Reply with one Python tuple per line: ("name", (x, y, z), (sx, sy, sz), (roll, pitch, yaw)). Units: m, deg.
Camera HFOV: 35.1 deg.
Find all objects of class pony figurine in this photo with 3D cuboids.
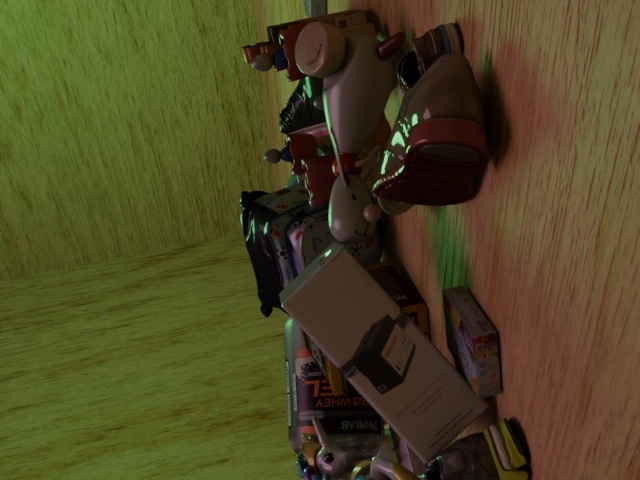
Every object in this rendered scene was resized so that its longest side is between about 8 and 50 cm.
("pony figurine", (0.115, 0.485, 1.721), (0.363, 0.303, 0.351), (2, 107, 47))

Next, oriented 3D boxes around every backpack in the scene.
("backpack", (0.000, 0.000, 1.983), (0.213, 0.263, 0.276), (21, 131, 41))

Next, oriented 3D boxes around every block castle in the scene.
("block castle", (-0.015, -0.247, 1.825), (0.453, 0.213, 0.303), (-116, 16, -77))

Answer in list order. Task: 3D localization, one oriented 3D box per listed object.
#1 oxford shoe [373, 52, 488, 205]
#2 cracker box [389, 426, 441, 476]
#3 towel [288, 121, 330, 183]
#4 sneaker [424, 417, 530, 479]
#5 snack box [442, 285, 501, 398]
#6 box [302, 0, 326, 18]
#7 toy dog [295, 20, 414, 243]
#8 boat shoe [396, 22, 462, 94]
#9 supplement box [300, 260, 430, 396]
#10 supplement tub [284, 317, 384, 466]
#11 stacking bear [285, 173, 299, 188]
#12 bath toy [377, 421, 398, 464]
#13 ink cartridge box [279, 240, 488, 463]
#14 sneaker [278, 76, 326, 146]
("oxford shoe", (0.145, -0.127, 1.285), (0.348, 0.123, 0.130), (128, 148, -76))
("cracker box", (0.180, 0.384, 1.958), (0.155, 0.067, 0.232), (96, 162, -69))
("towel", (0.015, -0.154, 2.124), (0.029, 0.144, 0.197), (18, -122, -71))
("sneaker", (0.204, 0.337, 1.428), (0.300, 0.121, 0.111), (89, 168, -58))
("snack box", (0.210, 0.140, 1.409), (0.141, 0.037, 0.100), (-115, 13, -63))
("box", (-0.025, -0.574, 2.190), (0.145, 0.038, 0.186), (89, 169, -57))
("toy dog", (0.077, -0.177, 1.498), (0.161, 0.220, 0.333), (-12, 98, 52))
("boat shoe", (0.134, -0.219, 1.310), (0.183, 0.066, 0.066), (93, 164, -65))
("supplement box", (0.075, 0.155, 1.830), (0.194, 0.191, 0.129), (-127, 26, -59))
("supplement tub", (0.028, 0.307, 2.019), (0.193, 0.194, 0.316), (108, 158, -77))
("stacking bear", (-0.001, -0.116, 2.312), (0.289, 0.164, 0.175), (-106, 7, -70))
("bath toy", (0.118, 0.337, 2.214), (0.129, 0.151, 0.348), (-40, 49, 32))
("ink cartridge box", (0.083, 0.159, 1.511), (0.307, 0.129, 0.223), (48, 178, -3))
("sneaker", (-0.035, -0.299, 2.353), (0.286, 0.130, 0.109), (87, 171, -46))
